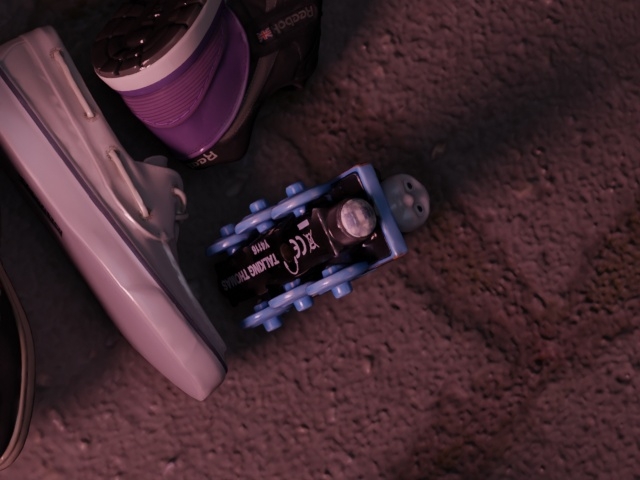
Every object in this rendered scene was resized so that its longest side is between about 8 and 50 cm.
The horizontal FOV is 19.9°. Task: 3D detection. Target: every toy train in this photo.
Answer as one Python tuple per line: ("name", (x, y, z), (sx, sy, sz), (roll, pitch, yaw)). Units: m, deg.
("toy train", (0.000, 0.000, 1.190), (0.105, 0.184, 0.080), (-24, 87, -32))

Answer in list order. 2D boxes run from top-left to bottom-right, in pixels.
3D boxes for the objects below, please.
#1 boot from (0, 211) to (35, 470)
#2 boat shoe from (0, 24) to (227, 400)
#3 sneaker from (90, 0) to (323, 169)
("boot", (-0.264, 0.025, 1.095), (0.179, 0.085, 0.236), (13, 63, -60))
("boat shoe", (-0.132, -0.022, 1.197), (0.088, 0.096, 0.267), (-36, 84, -17))
("sneaker", (-0.044, -0.171, 1.268), (0.283, 0.107, 0.124), (-56, 128, -27))
